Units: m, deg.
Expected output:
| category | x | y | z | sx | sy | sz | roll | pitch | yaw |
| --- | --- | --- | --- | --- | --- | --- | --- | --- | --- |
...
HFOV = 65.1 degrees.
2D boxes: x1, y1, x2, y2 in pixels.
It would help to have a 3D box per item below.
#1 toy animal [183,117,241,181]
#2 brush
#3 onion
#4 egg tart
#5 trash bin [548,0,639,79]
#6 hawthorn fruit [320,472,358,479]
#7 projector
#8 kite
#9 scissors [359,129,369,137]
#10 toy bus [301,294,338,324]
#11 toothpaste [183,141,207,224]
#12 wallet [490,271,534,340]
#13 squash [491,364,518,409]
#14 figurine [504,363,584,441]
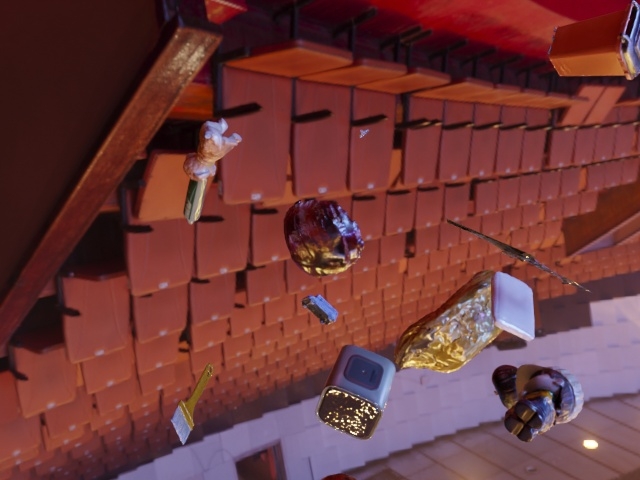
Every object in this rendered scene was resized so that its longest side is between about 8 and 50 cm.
| category | x | y | z | sx | sy | sz | roll | pitch | yaw |
| --- | --- | --- | --- | --- | --- | --- | --- | --- | --- |
| toy animal | -0.329 | -0.238 | 1.386 | 0.185 | 0.104 | 0.184 | -39 | -178 | 20 |
| brush | -0.376 | 0.470 | 1.509 | 0.013 | 0.103 | 0.272 | -6 | -152 | 15 |
| onion | 0.000 | 0.000 | 1.829 | 0.280 | 0.314 | 0.146 | -15 | -167 | 29 |
| egg tart | 0.426 | 0.281 | 1.552 | 0.443 | 0.178 | 0.443 | -32 | 154 | -18 |
| trash bin | 0.794 | -0.564 | 1.437 | 0.239 | 0.161 | 0.184 | 12 | 169 | 44 |
| hawthorn fruit | 0.039 | 0.648 | 1.217 | 0.174 | 0.173 | 0.179 | -11 | 170 | -11 |
| projector | 0.145 | 0.614 | 2.041 | 0.248 | 0.248 | 0.249 | 22 | -145 | 9 |
| kite | 0.489 | 0.039 | 1.249 | 0.406 | 0.014 | 0.368 | 29 | -175 | 11 |
| scissors | 0.125 | -0.320 | 1.485 | 0.036 | 0.006 | 0.083 | -37 | 175 | 14 |
| toy bus | -0.004 | 0.296 | 2.212 | 0.073 | 0.167 | 0.076 | -30 | -160 | 45 |
| toothpaste | -0.423 | -0.173 | 1.714 | 0.061 | 0.098 | 0.392 | -9 | 152 | -28 |
| wallet | 0.501 | 0.169 | 1.312 | 0.124 | 0.032 | 0.183 | 24 | -135 | -5 |
| squash | 0.814 | 0.625 | 2.131 | 0.156 | 0.193 | 0.193 | -13 | -179 | 32 |
| figurine | 0.687 | 0.506 | 1.528 | 0.204 | 0.185 | 0.332 | 31 | -153 | 16 |
